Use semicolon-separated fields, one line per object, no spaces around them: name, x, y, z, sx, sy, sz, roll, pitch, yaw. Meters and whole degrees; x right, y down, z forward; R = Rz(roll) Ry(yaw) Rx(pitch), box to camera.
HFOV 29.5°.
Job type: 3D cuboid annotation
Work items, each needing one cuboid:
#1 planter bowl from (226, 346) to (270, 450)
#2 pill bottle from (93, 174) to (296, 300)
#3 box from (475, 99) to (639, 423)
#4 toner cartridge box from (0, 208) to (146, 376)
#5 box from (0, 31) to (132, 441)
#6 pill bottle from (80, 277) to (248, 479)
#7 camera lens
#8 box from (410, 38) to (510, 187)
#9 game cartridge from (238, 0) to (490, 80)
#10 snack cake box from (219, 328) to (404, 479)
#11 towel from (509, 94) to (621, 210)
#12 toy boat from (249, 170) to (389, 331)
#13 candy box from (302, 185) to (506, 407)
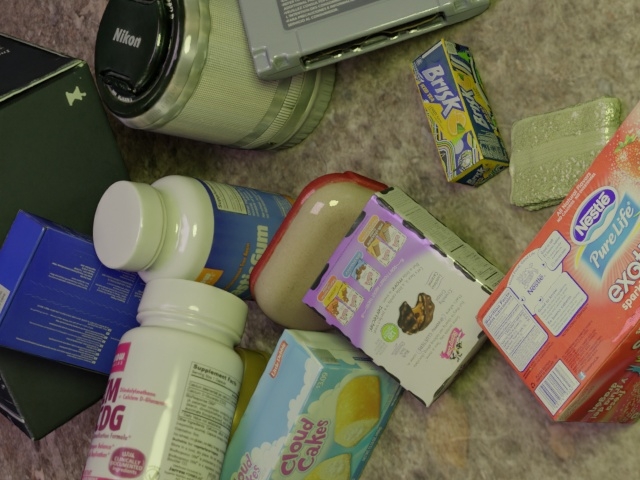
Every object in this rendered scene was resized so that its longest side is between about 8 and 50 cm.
planter bowl;-0.172;0.209;1.634;0.217;0.090;0.217;-38;23;20
pill bottle;-0.153;-0.003;1.591;0.152;0.272;0.152;-10;77;46
box;0.311;0.023;1.180;0.300;0.142;0.154;-57;48;24
toner cartridge box;-0.287;0.093;1.646;0.075;0.348;0.165;29;92;44
box;-0.495;-0.040;1.800;0.472;0.297;0.480;21;137;46
pill bottle;-0.184;0.200;1.480;0.160;0.160;0.283;-9;61;46
camera lens;-0.144;-0.240;1.620;0.219;0.274;0.219;-10;77;46
box;0.164;-0.151;1.435;0.059;0.054;0.169;-35;58;38
game cartridge;0.042;-0.326;1.495;0.294;0.060;0.196;-16;71;8
snack cake box;-0.019;0.245;1.494;0.089;0.152;0.264;42;114;43
towel;0.267;-0.095;1.334;0.148;0.027;0.110;-12;75;46
toy boat;0.000;0.000;1.533;0.231;0.151;0.151;-57;31;24
candy box;0.104;0.063;1.395;0.196;0.070;0.165;40;115;13
